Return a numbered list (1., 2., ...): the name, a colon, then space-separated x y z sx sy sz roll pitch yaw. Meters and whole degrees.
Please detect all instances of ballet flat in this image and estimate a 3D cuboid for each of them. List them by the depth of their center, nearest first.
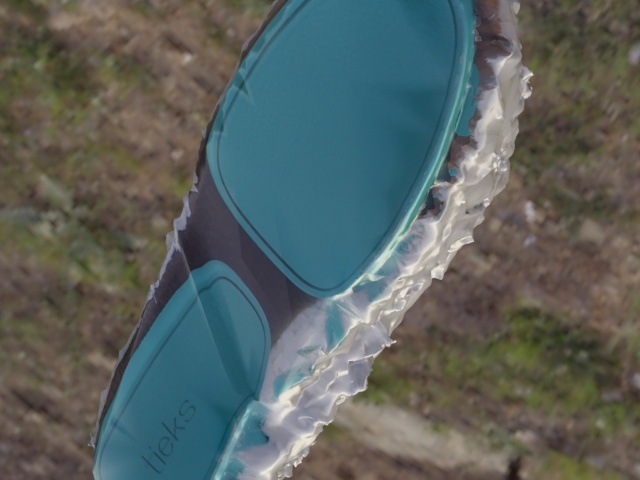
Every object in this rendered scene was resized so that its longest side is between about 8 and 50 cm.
1. ballet flat: 0.000 0.000 0.865 0.147 0.147 0.409 35 129 2
